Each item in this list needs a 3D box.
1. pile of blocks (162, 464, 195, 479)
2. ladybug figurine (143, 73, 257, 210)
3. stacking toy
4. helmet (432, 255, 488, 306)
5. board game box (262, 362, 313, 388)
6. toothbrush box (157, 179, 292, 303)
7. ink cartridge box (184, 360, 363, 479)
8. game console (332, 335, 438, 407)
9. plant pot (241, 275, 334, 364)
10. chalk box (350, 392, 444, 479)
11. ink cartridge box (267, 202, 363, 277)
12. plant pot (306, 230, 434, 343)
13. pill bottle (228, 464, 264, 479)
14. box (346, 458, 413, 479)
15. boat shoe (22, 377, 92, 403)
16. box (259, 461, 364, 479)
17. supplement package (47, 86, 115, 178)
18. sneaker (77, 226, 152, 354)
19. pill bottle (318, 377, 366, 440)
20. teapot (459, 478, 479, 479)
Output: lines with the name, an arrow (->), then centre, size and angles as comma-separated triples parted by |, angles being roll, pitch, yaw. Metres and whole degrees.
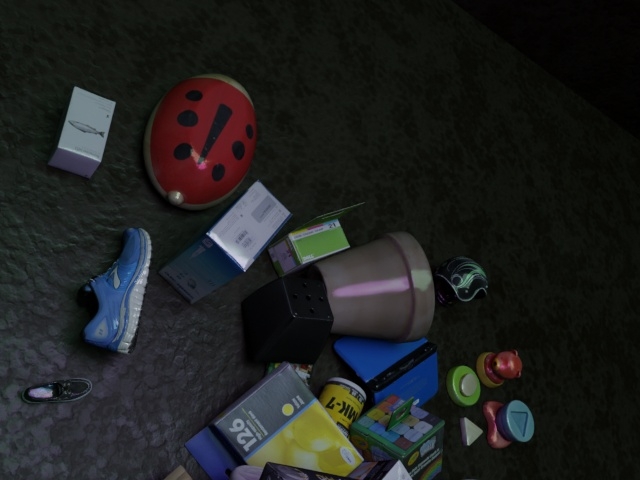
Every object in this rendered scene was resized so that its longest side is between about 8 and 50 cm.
pile of blocks -> -0.347, 0.666, 1.338 | 0.362, 0.149, 0.112 | -63, 154, -26
ladybug figurine -> -0.306, -0.282, 1.728 | 0.305, 0.162, 0.449 | 29, 56, -24
stacking toy -> 0.559, 0.506, 2.040 | 0.280, 0.130, 0.308 | 0, 70, -37
helmet -> 0.468, 0.135, 2.117 | 0.162, 0.169, 0.169 | -29, 89, -24
board game box -> -0.090, 0.378, 1.686 | 0.136, 0.030, 0.259 | 25, 57, -23
toothbrush box -> -0.238, 0.009, 1.563 | 0.126, 0.295, 0.216 | 47, 50, -12
ink cartridge box -> -0.106, 0.501, 1.513 | 0.307, 0.072, 0.303 | -39, 95, -16
game console -> 0.198, 0.384, 1.896 | 0.293, 0.173, 0.250 | -23, 116, -40
plant pot -> -0.072, 0.196, 1.653 | 0.187, 0.167, 0.188 | 10, 46, -33
chalk box -> 0.196, 0.530, 1.645 | 0.180, 0.179, 0.288 | -22, 120, -41
ink cartridge box -> 0.000, 0.000, 1.767 | 0.189, 0.255, 0.097 | -18, 82, -40
plant pot -> 0.118, 0.142, 1.790 | 0.280, 0.323, 0.323 | -5, 73, -19
pill bottle -> -0.157, 0.660, 1.377 | 0.169, 0.169, 0.301 | 20, 83, -28
box -> 0.118, 0.634, 1.556 | 0.087, 0.290, 0.169 | -34, 94, -39
boat shoe -> -0.555, 0.321, 1.359 | 0.142, 0.040, 0.049 | -2, 72, -37
box -> -0.035, 0.672, 1.292 | 0.318, 0.097, 0.394 | 24, 86, -28
supplement package -> -0.580, -0.261, 1.554 | 0.105, 0.105, 0.179 | 19, 61, -30
sneaker -> -0.469, 0.096, 1.456 | 0.147, 0.129, 0.330 | 11, 48, -14
pill bottle -> 0.031, 0.476, 1.672 | 0.119, 0.119, 0.208 | 40, 52, -16
teapot -> 0.389, 0.765, 1.775 | 0.252, 0.187, 0.256 | -44, 118, -13
